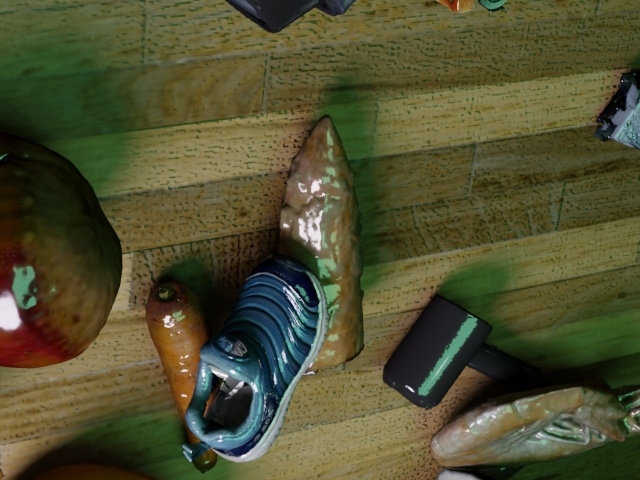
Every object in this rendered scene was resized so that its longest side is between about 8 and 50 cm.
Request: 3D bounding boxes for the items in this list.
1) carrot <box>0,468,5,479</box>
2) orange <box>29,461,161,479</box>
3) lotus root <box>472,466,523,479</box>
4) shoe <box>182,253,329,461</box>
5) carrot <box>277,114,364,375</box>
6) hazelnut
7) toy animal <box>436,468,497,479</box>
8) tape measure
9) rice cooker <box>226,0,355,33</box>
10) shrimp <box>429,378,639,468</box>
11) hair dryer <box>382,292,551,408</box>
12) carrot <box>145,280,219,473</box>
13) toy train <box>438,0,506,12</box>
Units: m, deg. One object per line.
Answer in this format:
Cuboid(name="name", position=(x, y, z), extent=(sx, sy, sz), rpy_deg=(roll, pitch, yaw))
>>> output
Cuboid(name="carrot", position=(-0.454, 0.246, 1.401), extent=(0.331, 0.214, 0.193), rpy_deg=(-48, 176, -18))
Cuboid(name="orange", position=(-0.210, 0.326, 1.626), extent=(0.249, 0.183, 0.249), rpy_deg=(-16, 127, -23))
Cuboid(name="lotus root", position=(0.217, 0.256, 1.956), extent=(0.083, 0.030, 0.037), rpy_deg=(-33, 131, -10))
Cuboid(name="shoe", position=(-0.065, 0.112, 1.584), extent=(0.106, 0.091, 0.207), rpy_deg=(13, 100, -66))
Cuboid(name="carrot", position=(0.000, 0.000, 1.623), extent=(0.102, 0.102, 0.263), rpy_deg=(-14, 123, -25))
Cuboid(name="hazelnut", position=(-0.274, 0.019, 1.412), extent=(0.208, 0.208, 0.208), rpy_deg=(-16, 125, -24))
Cuboid(name="toy animal", position=(0.198, 0.426, 1.912), extent=(0.251, 0.251, 0.310), rpy_deg=(-44, 135, -2))
Cuboid(name="tape measure", position=(0.343, -0.137, 1.782), extent=(0.094, 0.054, 0.091), rpy_deg=(7, 120, -33))
Cuboid(name="rice cooker", position=(-0.043, -0.308, 1.310), extent=(0.224, 0.267, 0.267), rpy_deg=(-47, 131, -3))
Cuboid(name="shrimp", position=(0.272, 0.193, 1.870), extent=(0.317, 0.077, 0.168), rpy_deg=(-13, 159, -9))
Cuboid(name="hair dryer", position=(0.172, 0.143, 1.849), extent=(0.248, 0.070, 0.114), rpy_deg=(28, 100, -49))
Cuboid(name="carrot", position=(-0.124, 0.138, 1.654), extent=(0.059, 0.059, 0.248), rpy_deg=(-25, 131, -18))
Cuboid(name="toy train", position=(0.182, -0.277, 1.585), extent=(0.188, 0.072, 0.099), rpy_deg=(-19, 120, -21))
